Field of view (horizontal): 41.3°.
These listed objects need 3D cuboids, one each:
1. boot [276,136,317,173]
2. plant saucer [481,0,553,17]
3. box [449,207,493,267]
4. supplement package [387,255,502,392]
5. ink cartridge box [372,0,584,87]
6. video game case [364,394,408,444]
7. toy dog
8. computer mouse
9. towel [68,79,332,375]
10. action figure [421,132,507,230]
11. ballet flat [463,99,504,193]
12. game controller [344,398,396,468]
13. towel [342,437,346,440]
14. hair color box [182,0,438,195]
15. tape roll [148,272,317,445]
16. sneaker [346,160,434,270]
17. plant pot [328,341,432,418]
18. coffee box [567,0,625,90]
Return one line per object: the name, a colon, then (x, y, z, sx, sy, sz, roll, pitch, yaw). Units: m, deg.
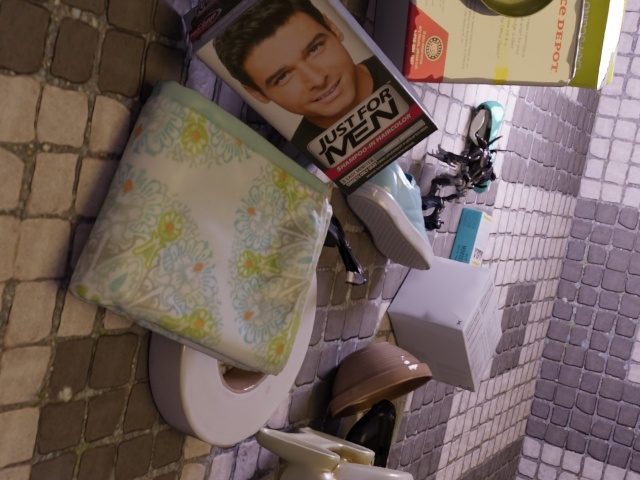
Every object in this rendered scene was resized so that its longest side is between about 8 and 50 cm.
boot: (-0.037, -0.206, 1.451, 0.258, 0.095, 0.123, -59, 139, -39)
plant saucer: (0.356, -0.531, 1.555, 0.241, 0.037, 0.241, -6, 106, -22)
box: (0.405, 0.040, 2.343, 0.100, 0.060, 0.244, 20, 84, -61)
supplement package: (0.317, 0.204, 2.117, 0.198, 0.199, 0.262, -57, 146, -31)
ink cartridge box: (0.311, -0.451, 1.670, 0.385, 0.160, 0.279, -2, 106, -23)
video game case: (0.164, 0.423, 2.130, 0.212, 0.023, 0.193, 18, 87, -61)
toy dog: (0.005, 0.587, 1.565, 0.284, 0.395, 0.408, 31, 76, -73)
computer mouse: (0.000, 0.000, 1.546, 0.060, 0.184, 0.262, -30, 155, 10)
towel: (-0.146, -0.004, 1.229, 0.374, 0.090, 0.320, 32, 67, -40)
action figure: (0.322, -0.160, 2.036, 0.275, 0.141, 0.164, -45, 139, -19)
ballet flat: (0.415, -0.250, 2.234, 0.087, 0.083, 0.247, 9, 95, -37)
game controller: (0.093, 0.499, 1.872, 0.166, 0.067, 0.319, -22, 131, -39)
towel: (0.019, 0.675, 1.960, 0.317, 0.053, 0.332, -48, 140, -40)
hair color box: (-0.005, -0.245, 1.260, 0.185, 0.113, 0.374, -37, 133, 15)
tape roll: (-0.135, 0.152, 1.438, 0.392, 0.072, 0.392, -34, 131, -51)
sneaker: (0.182, -0.061, 1.834, 0.150, 0.135, 0.366, -62, 149, -17)
plant pot: (0.115, 0.294, 1.850, 0.237, 0.237, 0.109, 15, 48, -61)
coffee box: (0.514, -0.537, 1.957, 0.334, 0.338, 0.337, -28, 126, -63)
